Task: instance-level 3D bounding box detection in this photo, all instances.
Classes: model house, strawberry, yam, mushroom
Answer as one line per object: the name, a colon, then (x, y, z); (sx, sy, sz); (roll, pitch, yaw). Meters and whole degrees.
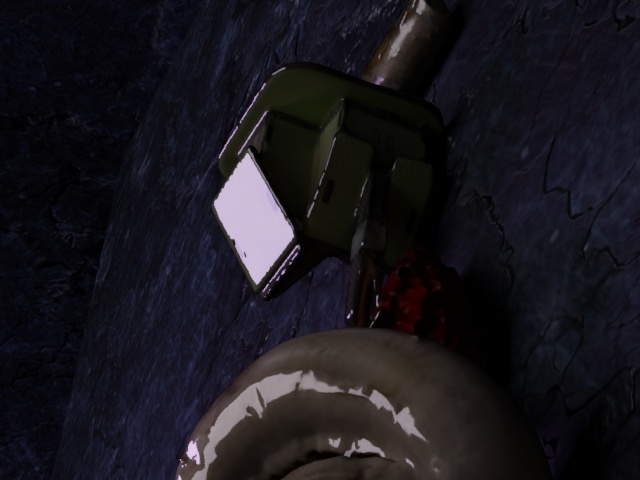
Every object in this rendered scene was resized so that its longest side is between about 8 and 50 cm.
model house: (0.000, 0.000, 1.340); (0.218, 0.204, 0.279); (128, 153, -51)
strawberry: (0.093, 0.097, 1.138); (0.236, 0.111, 0.190); (-55, -16, -57)
yam: (0.064, -0.156, 1.530); (0.071, 0.067, 0.317); (58, 134, 30)
mushroom: (0.004, 0.202, 0.897); (0.290, 0.292, 0.293); (1, -67, -61)
